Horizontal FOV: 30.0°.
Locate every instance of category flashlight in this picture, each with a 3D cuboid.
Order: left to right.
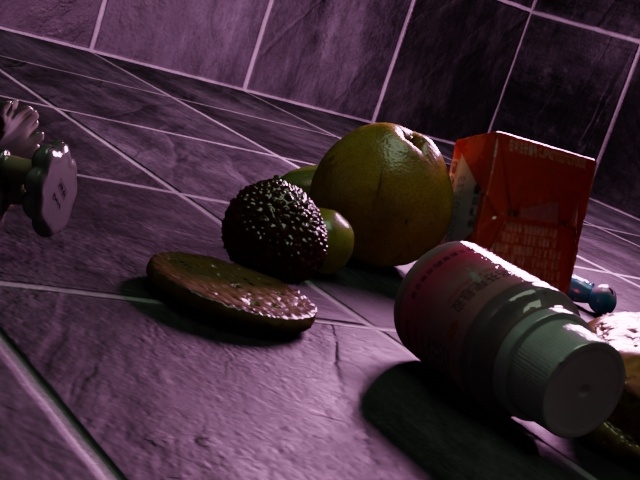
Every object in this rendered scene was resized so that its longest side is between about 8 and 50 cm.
[{"bbox_3d":[0.411,0.081,1.906,0.129,0.051,0.051,19,10,31],"label":"flashlight"}]

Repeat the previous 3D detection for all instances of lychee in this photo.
[{"bbox_3d":[-0.049,-0.007,1.392,0.129,0.123,0.123,24,12,30],"label":"lychee"}]

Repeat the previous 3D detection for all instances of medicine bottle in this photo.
[{"bbox_3d":[0.187,0.100,1.202,0.147,0.147,0.247,11,12,-32],"label":"medicine bottle"}]

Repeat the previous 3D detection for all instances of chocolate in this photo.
[{"bbox_3d":[0.288,-0.033,1.795,0.237,0.235,0.108,9,3,-38],"label":"chocolate"}]

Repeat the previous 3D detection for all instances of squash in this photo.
[{"bbox_3d":[-0.041,-0.077,1.862,0.132,0.105,0.105,5,12,-3],"label":"squash"}]

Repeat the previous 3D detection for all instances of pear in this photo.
[{"bbox_3d":[0.000,0.000,1.531,0.092,0.092,0.097,18,11,-4],"label":"pear"},{"bbox_3d":[0.091,-0.068,1.711,0.208,0.209,0.209,18,11,-4],"label":"pear"}]

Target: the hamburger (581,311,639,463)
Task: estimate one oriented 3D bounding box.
[{"bbox_3d":[0.324,0.141,1.265,0.130,0.124,0.262,19,10,8],"label":"hamburger"}]

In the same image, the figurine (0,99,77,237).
[{"bbox_3d":[-0.437,-0.107,1.213,0.386,0.166,0.207,18,-23,8],"label":"figurine"}]

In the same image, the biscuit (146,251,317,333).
[{"bbox_3d":[-0.094,0.056,1.256,0.187,0.027,0.188,19,10,-4],"label":"biscuit"}]

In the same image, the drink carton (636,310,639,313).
[{"bbox_3d":[0.431,0.137,1.589,0.084,0.075,0.200,25,14,28],"label":"drink carton"}]
